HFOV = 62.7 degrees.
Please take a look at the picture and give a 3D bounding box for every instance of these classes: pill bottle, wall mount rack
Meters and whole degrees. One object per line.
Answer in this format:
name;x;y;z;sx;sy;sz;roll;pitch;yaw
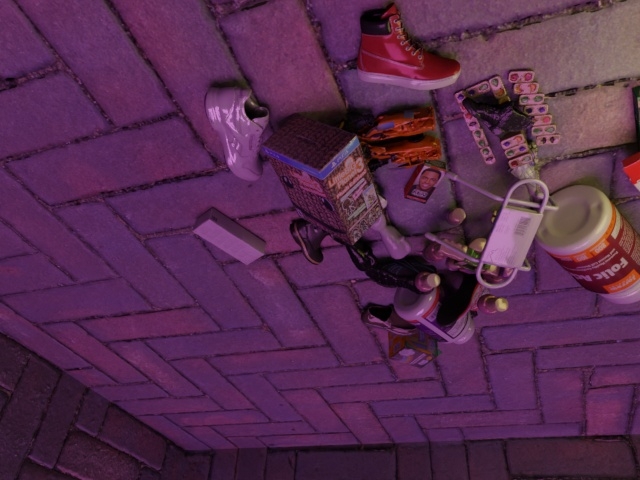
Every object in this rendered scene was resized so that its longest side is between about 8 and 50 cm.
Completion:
pill bottle;0.432;0.266;1.955;0.181;0.182;0.322;-29;130;35
wall mount rack;0.475;-0.046;1.477;0.303;0.131;0.350;11;120;-2
pill bottle;0.834;0.026;1.576;0.392;0.224;0.224;34;133;-30

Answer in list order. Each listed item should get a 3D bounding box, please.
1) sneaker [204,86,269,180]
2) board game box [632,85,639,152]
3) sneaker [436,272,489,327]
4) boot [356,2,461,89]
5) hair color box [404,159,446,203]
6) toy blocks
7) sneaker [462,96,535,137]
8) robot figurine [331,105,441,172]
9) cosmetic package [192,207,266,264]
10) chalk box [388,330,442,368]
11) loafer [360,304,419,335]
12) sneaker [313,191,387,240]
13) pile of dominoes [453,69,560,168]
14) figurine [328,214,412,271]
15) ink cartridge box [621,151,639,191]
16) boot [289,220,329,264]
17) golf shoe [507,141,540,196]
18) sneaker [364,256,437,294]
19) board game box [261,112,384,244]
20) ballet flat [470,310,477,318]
sneaker;-0.197;-0.277;1.415;0.152;0.114;0.305;-5;140;14
board game box;0.921;-0.287;1.324;0.213;0.046;0.317;-16;136;23
sneaker;0.511;0.227;1.847;0.090;0.270;0.145;19;152;41
boot;0.207;-0.443;1.191;0.244;0.089;0.176;6;140;5
hair color box;0.304;-0.175;1.538;0.071;0.043;0.141;14;140;-9
toy blocks;0.478;0.058;1.708;0.288;0.309;0.260;20;173;0
sneaker;0.437;-0.318;1.291;0.170;0.051;0.089;36;125;-14
robot figurine;0.170;-0.262;1.414;0.290;0.085;0.211;-9;138;17
cosmetic package;-0.308;-0.011;1.798;0.098;0.061;0.239;-30;129;33
chalk box;0.409;0.444;2.218;0.212;0.132;0.132;20;138;-19
loafer;0.289;0.315;2.101;0.250;0.095;0.087;7;145;-1
sneaker;0.081;-0.068;1.588;0.234;0.153;0.094;3;153;12
pile of dominoes;0.476;-0.300;1.328;0.195;0.040;0.251;-20;123;28
figurine;0.161;-0.006;1.718;0.214;0.093;0.209;-22;136;28
ink cartridge box;0.888;-0.179;1.363;0.231;0.078;0.134;33;134;-29
boot;0.000;0.000;1.771;0.136;0.077;0.198;-18;137;19
golf shoe;0.569;-0.196;1.472;0.085;0.069;0.176;-6;130;23
sneaker;0.282;0.113;1.858;0.267;0.106;0.101;14;147;24
board game box;0.012;-0.164;1.422;0.232;0.141;0.291;29;158;39
ballet flat;0.563;0.313;2.116;0.057;0.049;0.173;-20;164;-43
